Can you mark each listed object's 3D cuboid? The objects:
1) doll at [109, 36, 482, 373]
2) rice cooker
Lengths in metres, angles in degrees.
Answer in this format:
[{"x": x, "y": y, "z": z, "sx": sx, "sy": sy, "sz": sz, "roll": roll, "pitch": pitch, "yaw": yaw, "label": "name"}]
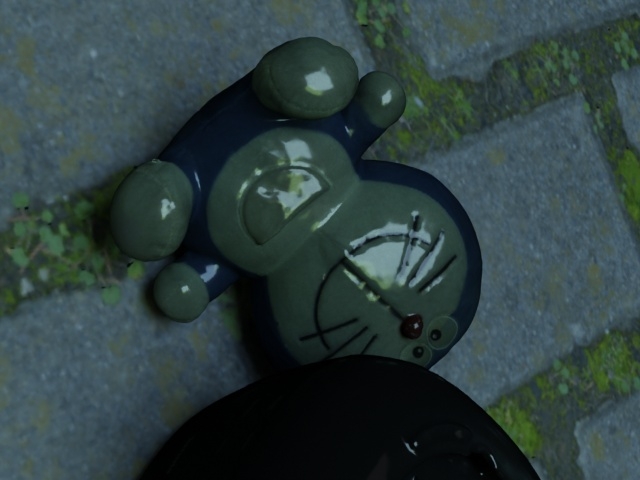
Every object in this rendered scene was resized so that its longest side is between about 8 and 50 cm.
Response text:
[{"x": 0.000, "y": 0.000, "z": 0.816, "sx": 0.228, "sy": 0.154, "sz": 0.258, "roll": -44, "pitch": 101, "yaw": -3, "label": "doll"}, {"x": 0.017, "y": 0.207, "z": 0.721, "sx": 0.267, "sy": 0.224, "sz": 0.267, "roll": 13, "pitch": 70, "yaw": -38, "label": "rice cooker"}]
